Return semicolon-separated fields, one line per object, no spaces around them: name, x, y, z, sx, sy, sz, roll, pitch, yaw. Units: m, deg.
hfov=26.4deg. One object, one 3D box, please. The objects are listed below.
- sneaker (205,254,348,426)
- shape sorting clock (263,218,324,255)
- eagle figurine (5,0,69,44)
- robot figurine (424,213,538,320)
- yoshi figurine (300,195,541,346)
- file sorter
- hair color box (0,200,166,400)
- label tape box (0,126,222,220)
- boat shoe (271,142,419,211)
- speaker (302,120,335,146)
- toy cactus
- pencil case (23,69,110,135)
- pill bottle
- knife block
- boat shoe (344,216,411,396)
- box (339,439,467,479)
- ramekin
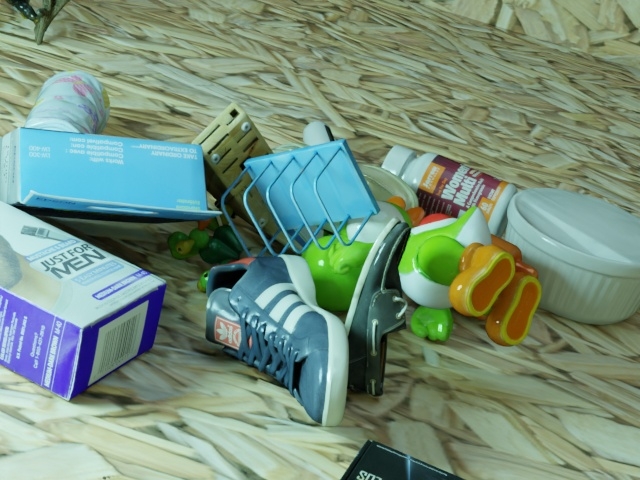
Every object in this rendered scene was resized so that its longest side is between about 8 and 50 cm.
sneaker;-0.065;0.124;1.711;0.148;0.131;0.350;2;21;-16
shape sorting clock;0.000;0.000;2.104;0.206;0.040;0.206;22;21;-9
eagle figurine;-0.620;-0.511;2.659;0.298;0.225;0.226;36;39;16
robot figurine;0.216;0.039;2.056;0.219;0.128;0.158;26;69;22
yoshi figurine;0.106;0.055;1.883;0.203;0.204;0.362;-17;27;-40
file sorter;-0.030;-0.048;1.855;0.170;0.118;0.104;-9;31;35
hair color box;-0.382;0.051;1.673;0.338;0.110;0.185;23;25;19
label tape box;-0.294;-0.087;1.837;0.249;0.115;0.347;4;-4;-21
boat shoe;0.022;-0.083;2.213;0.302;0.109;0.098;26;20;34
speaker;0.003;-0.165;2.450;0.055;0.055;0.136;10;24;-13
toy cactus;-0.129;0.011;1.948;0.180;0.112;0.219;19;13;-18
pencil case;-0.401;-0.177;2.149;0.124;0.114;0.273;22;23;-13
pill bottle;0.211;-0.076;2.306;0.221;0.121;0.121;23;25;15
knife block;-0.158;-0.130;2.040;0.242;0.088;0.276;35;-14;40
boat shoe;0.079;0.085;1.737;0.079;0.233;0.084;20;11;15
box;0.100;0.307;1.457;0.180;0.078;0.147;22;25;12
ramekin;0.417;0.029;2.202;0.272;0.127;0.273;14;24;-6
